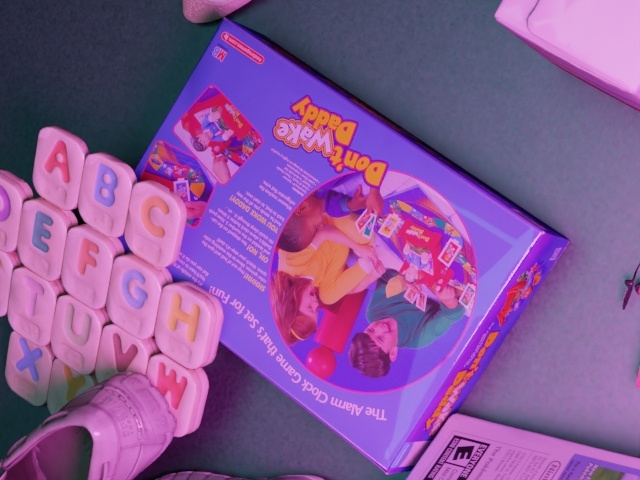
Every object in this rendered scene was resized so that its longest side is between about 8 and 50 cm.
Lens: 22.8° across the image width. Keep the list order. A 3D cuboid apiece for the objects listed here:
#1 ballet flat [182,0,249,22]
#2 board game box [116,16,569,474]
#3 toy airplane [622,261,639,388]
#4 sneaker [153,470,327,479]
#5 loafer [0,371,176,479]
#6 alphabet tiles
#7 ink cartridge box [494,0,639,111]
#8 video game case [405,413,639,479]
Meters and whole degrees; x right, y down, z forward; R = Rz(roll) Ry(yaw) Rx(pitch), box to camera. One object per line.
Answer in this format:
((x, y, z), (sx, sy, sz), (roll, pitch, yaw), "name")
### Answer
((-0.063, -0.249, 1.413), (0.168, 0.052, 0.057), (-27, 75, 20), "ballet flat")
((0.000, 0.000, 1.345), (0.347, 0.078, 0.233), (36, 100, 23), "board game box")
((0.307, 0.057, 1.230), (0.151, 0.028, 0.151), (-2, 86, 24), "toy airplane")
((-0.107, 0.235, 1.340), (0.228, 0.132, 0.086), (-12, 80, 22), "sneaker")
((-0.252, 0.229, 1.391), (0.112, 0.111, 0.319), (49, 121, 13), "loafer")
((-0.207, 0.053, 1.402), (0.284, 0.021, 0.278), (29, 120, 27), "alphabet tiles")
((0.236, -0.177, 1.203), (0.127, 0.176, 0.128), (33, 99, 23), "ink cartridge box")
((0.130, 0.280, 1.136), (0.300, 0.036, 0.329), (9, 50, 44), "video game case")
